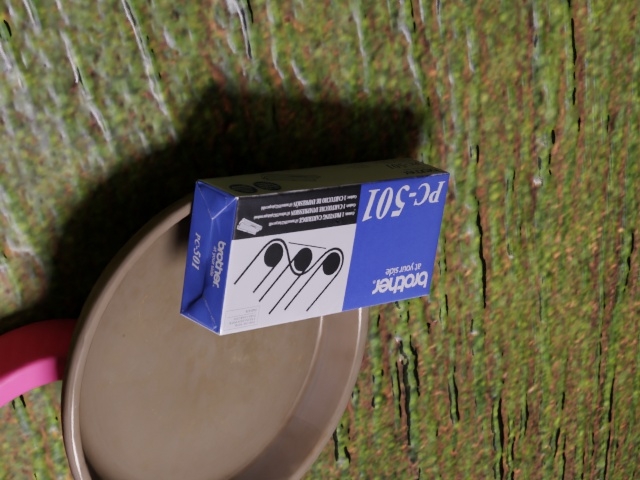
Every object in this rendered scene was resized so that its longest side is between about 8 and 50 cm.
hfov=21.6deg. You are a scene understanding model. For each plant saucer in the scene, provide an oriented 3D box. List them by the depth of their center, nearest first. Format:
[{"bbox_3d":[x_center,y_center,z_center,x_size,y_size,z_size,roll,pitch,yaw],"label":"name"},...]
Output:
[{"bbox_3d":[-0.075,0.083,1.189,0.278,0.041,0.278,-20,121,-38],"label":"plant saucer"}]

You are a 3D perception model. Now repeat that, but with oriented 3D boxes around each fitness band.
[{"bbox_3d":[-0.177,0.170,1.224,0.209,0.054,0.291,-46,139,3],"label":"fitness band"}]

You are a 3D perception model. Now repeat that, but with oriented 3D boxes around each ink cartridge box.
[{"bbox_3d":[0.000,0.000,1.165,0.207,0.046,0.097,-9,114,-44],"label":"ink cartridge box"}]
